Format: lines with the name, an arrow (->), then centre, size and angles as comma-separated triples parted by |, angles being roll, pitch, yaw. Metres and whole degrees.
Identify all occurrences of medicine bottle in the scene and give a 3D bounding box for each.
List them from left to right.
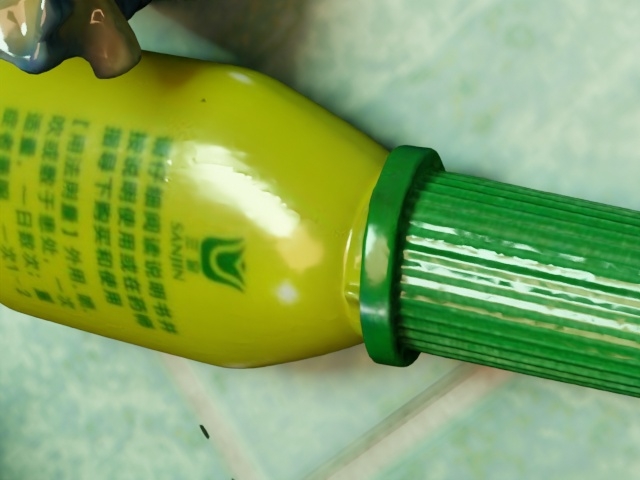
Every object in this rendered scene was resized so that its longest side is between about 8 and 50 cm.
medicine bottle -> 0.000, 0.000, 0.542 | 0.309, 0.076, 0.111 | 13, 119, 29

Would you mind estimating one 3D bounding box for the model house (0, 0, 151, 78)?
model house -> -0.073, -0.150, 0.530 | 0.183, 0.166, 0.172 | -26, 99, 16
